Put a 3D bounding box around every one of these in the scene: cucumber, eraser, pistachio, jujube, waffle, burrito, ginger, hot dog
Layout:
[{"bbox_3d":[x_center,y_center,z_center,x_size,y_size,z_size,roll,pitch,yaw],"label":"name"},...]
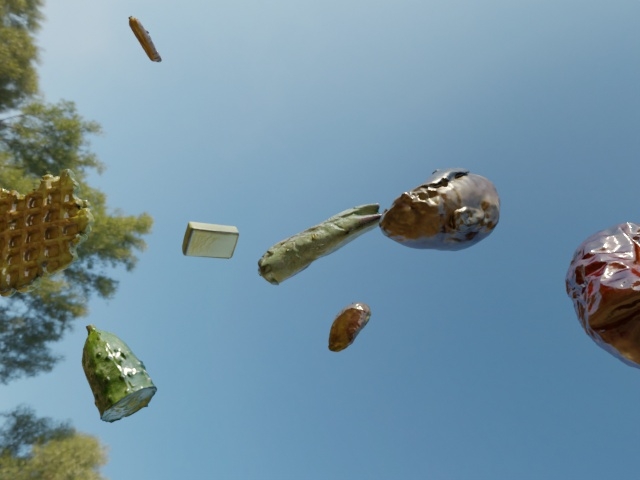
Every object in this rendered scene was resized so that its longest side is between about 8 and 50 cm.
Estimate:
[{"bbox_3d":[-0.508,0.304,1.001,0.134,0.134,0.244,-49,-113,26],"label":"cucumber"},{"bbox_3d":[-0.379,0.000,1.425,0.058,0.172,0.117,55,-50,46],"label":"eraser"},{"bbox_3d":[0.070,0.225,1.134,0.090,0.173,0.049,9,-46,42],"label":"pistachio"},{"bbox_3d":[0.521,0.087,0.682,0.216,0.342,0.216,9,-70,27],"label":"jujube"},{"bbox_3d":[-0.665,-0.024,0.942,0.301,0.058,0.281,-34,-107,-4],"label":"waffle"},{"bbox_3d":[0.001,0.000,0.917,0.309,0.066,0.096,-28,-146,-9],"label":"burrito"},{"bbox_3d":[0.253,-0.062,0.802,0.172,0.321,0.165,-10,-91,40],"label":"ginger"},{"bbox_3d":[-0.452,-0.520,1.072,0.037,0.122,0.049,-35,-146,-11],"label":"hot dog"}]
